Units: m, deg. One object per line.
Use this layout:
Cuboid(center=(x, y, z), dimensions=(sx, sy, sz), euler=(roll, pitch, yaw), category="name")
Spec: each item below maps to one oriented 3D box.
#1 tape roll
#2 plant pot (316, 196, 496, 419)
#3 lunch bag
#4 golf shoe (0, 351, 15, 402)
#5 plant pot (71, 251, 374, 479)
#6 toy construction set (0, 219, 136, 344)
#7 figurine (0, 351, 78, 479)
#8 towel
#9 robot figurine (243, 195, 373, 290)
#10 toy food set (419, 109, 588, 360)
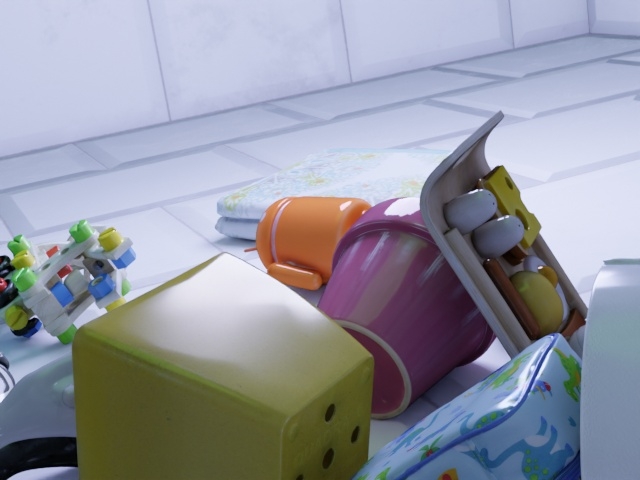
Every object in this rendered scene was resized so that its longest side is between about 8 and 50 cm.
Cuboid(center=(0.283, 0.133, 0.779), dimensions=(0.169, 0.246, 0.246), euler=(-3, 17, 23), category="tape roll")
Cuboid(center=(0.078, 0.082, 1.196), dimensions=(0.201, 0.201, 0.180), euler=(3, 35, 36), category="plant pot")
Cuboid(center=(0.115, 0.170, 0.867), dimensions=(0.219, 0.090, 0.176), euler=(-39, -1, 29), category="lunch bag")
Cuboid(center=(-0.480, 0.189, 1.262), dimensions=(0.272, 0.105, 0.120), euler=(-14, 24, -15), category="golf shoe")
Cuboid(center=(-0.070, 0.160, 0.985), dimensions=(0.187, 0.212, 0.212), euler=(17, 27, 29), category="plant pot")
Cuboid(center=(-0.365, 0.041, 1.615), dimensions=(0.215, 0.151, 0.327), euler=(-36, 12, -5), category="toy construction set")
Cuboid(center=(-0.278, 0.183, 1.071), dimensions=(0.209, 0.092, 0.215), euler=(-22, -17, -18), category="figurine")
Cuboid(center=(0.050, -0.071, 1.906), dimensions=(0.374, 0.090, 0.320), euler=(4, 24, 38), category="towel")
Cuboid(center=(-0.001, 0.001, 1.600), dimensions=(0.219, 0.158, 0.128), euler=(3, -15, 35), category="robot figurine")
Cuboid(center=(0.230, 0.022, 1.139), dimensions=(0.092, 0.306, 0.220), euler=(-30, 5, 29), category="toy food set")
